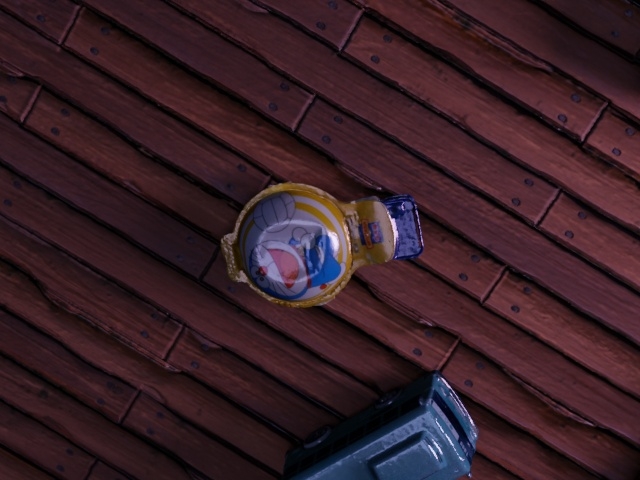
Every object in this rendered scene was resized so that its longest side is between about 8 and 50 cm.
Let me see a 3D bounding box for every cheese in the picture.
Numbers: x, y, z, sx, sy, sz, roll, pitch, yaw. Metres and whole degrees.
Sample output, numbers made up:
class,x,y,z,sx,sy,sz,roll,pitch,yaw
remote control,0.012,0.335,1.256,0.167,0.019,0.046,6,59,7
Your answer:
class,x,y,z,sx,sy,sz,roll,pitch,yaw
cheese,0.000,0.000,1.620,0.270,0.069,0.177,-11,102,9

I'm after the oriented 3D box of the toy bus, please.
class,x,y,z,sx,sy,sz,roll,pitch,yaw
toy bus,0.081,0.298,1.646,0.256,0.147,0.128,-31,100,14

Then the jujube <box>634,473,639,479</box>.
class,x,y,z,sx,sy,sz,roll,pitch,yaw
jujube,0.494,0.321,1.632,0.166,0.104,0.104,-22,100,19
